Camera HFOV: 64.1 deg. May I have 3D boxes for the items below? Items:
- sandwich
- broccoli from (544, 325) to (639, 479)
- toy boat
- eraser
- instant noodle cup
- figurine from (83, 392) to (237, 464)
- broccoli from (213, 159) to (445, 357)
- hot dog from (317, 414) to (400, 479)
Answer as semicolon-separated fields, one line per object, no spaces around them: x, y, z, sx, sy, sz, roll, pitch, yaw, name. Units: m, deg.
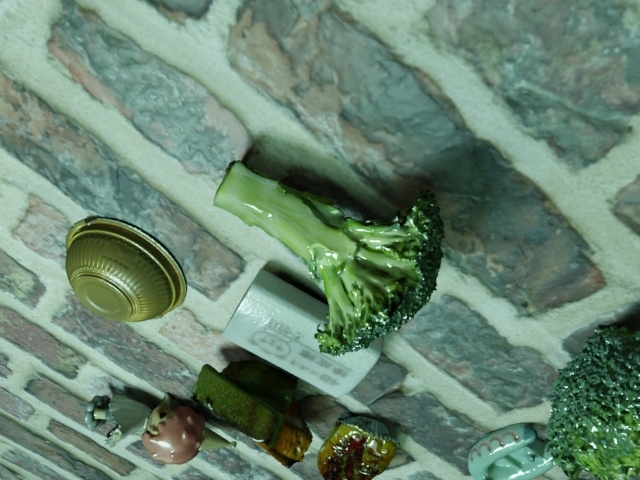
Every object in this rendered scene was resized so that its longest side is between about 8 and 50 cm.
-0.107;0.371;1.119;0.250;0.162;0.301;16;153;45;sandwich
0.556;0.265;0.752;0.397;0.274;0.353;8;174;26;broccoli
0.399;0.464;1.074;0.134;0.079;0.208;35;129;-14;toy boat
-0.037;0.184;0.979;0.270;0.094;0.174;29;129;-8;eraser
-0.415;0.086;1.026;0.274;0.090;0.274;10;131;12;instant noodle cup
-0.408;0.477;1.312;0.387;0.166;0.207;8;164;9;figurine
-0.003;0.016;0.774;0.361;0.221;0.252;16;125;20;broccoli
0.085;0.507;1.211;0.163;0.082;0.270;21;130;-1;hot dog
